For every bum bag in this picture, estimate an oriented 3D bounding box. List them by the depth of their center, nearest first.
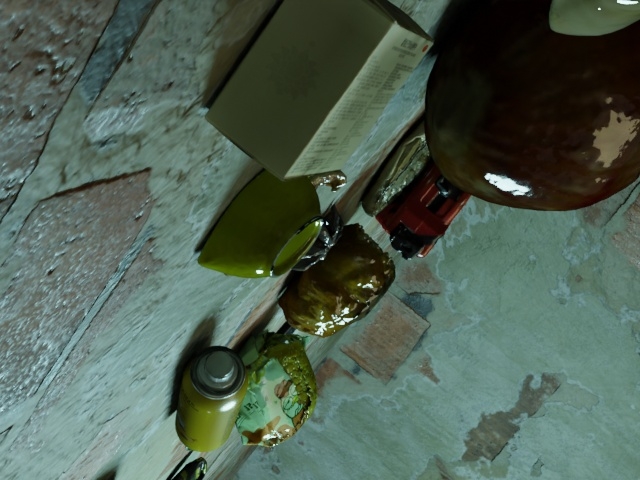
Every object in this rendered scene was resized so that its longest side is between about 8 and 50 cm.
[{"bbox_3d":[-0.342,0.593,2.408,0.232,0.060,0.107,-52,-179,19],"label":"bum bag"}]

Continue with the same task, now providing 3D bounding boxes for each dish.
[{"bbox_3d":[-0.049,-0.015,1.219,0.207,0.080,0.149,-42,162,-28],"label":"dish"}]

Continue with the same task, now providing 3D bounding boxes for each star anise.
[{"bbox_3d":[0.000,0.002,1.748,0.141,0.042,0.141,-48,170,-11],"label":"star anise"}]

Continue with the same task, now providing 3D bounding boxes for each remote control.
[{"bbox_3d":[-0.030,0.151,2.290,0.245,0.025,0.063,-48,170,-18],"label":"remote control"}]

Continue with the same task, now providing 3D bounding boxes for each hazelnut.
[{"bbox_3d":[0.340,-0.237,1.571,0.421,0.353,0.421,-16,148,-11],"label":"hazelnut"}]

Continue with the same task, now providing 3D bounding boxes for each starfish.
[{"bbox_3d":[-0.054,-0.028,1.371,0.209,0.053,0.150,-46,159,-7],"label":"starfish"}]

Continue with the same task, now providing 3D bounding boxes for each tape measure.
[{"bbox_3d":[0.227,-0.090,2.139,0.260,0.114,0.253,-50,-171,4],"label":"tape measure"}]

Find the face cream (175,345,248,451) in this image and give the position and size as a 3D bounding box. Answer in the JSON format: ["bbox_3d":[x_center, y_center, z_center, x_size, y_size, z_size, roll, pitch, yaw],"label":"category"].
[{"bbox_3d":[-0.178,0.254,1.669,0.105,0.105,0.349,-47,171,-25],"label":"face cream"}]

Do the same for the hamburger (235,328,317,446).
[{"bbox_3d":[-0.081,0.267,1.981,0.235,0.125,0.214,-28,125,-38],"label":"hamburger"}]

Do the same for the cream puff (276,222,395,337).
[{"bbox_3d":[0.041,0.076,1.903,0.241,0.155,0.269,-46,172,-29],"label":"cream puff"}]

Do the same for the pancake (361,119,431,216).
[{"bbox_3d":[0.180,-0.159,1.986,0.282,0.049,0.282,-49,171,-10],"label":"pancake"}]

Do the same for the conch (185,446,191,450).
[{"bbox_3d":[-0.222,0.393,2.171,0.088,0.065,0.180,-54,165,27],"label":"conch"}]

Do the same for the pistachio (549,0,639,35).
[{"bbox_3d":[0.356,-0.391,1.112,0.365,0.281,0.445,-51,169,30],"label":"pistachio"}]

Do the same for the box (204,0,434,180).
[{"bbox_3d":[0.008,-0.151,0.939,0.168,0.095,0.212,-52,173,14],"label":"box"}]
